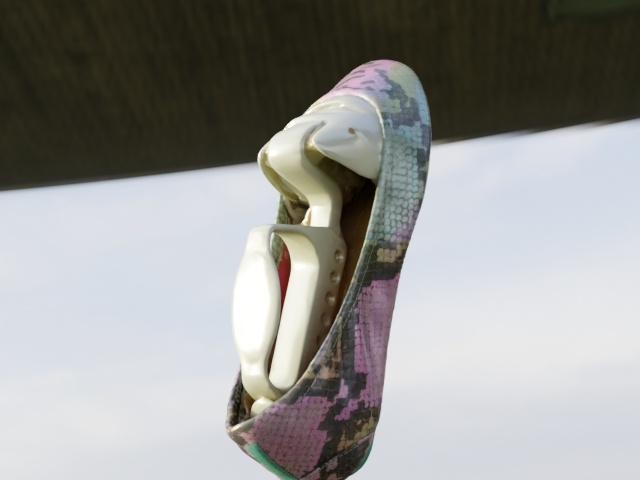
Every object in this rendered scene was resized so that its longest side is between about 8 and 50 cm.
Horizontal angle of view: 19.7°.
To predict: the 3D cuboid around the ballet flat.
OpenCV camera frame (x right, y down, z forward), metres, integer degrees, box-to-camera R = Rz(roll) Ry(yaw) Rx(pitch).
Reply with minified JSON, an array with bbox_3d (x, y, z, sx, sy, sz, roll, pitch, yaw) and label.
[{"bbox_3d":[0.000,0.000,0.831,0.077,0.221,0.079,-11,-32,39],"label":"ballet flat"}]
